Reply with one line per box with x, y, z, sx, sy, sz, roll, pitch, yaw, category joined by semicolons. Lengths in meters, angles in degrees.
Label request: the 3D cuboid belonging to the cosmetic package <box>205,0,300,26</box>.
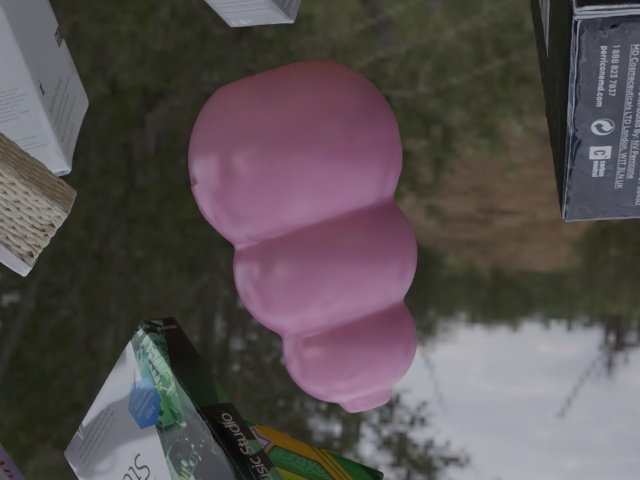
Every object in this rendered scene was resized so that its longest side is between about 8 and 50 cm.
-0.113;-0.357;1.930;0.107;0.127;0.238;2;153;36;cosmetic package

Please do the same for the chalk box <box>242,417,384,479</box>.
-0.092;0.349;2.177;0.289;0.180;0.179;20;148;3;chalk box

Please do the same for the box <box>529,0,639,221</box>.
0.462;-0.291;1.772;0.471;0.480;0.297;-3;138;3;box

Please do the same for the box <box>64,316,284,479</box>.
-0.148;0.278;1.886;0.058;0.232;0.322;-8;-130;-45;box

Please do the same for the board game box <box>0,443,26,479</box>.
-0.466;0.258;1.678;0.319;0.318;0.066;51;-175;20;board game box

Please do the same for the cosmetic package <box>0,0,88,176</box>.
-0.464;-0.288;2.373;0.156;0.385;0.217;-12;-147;8;cosmetic package

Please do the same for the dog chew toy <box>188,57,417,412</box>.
0.000;0.000;1.638;0.206;0.332;0.206;-17;180;0;dog chew toy

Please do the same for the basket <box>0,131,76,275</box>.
-0.390;-0.056;2.100;0.167;0.103;0.113;39;-167;-14;basket
